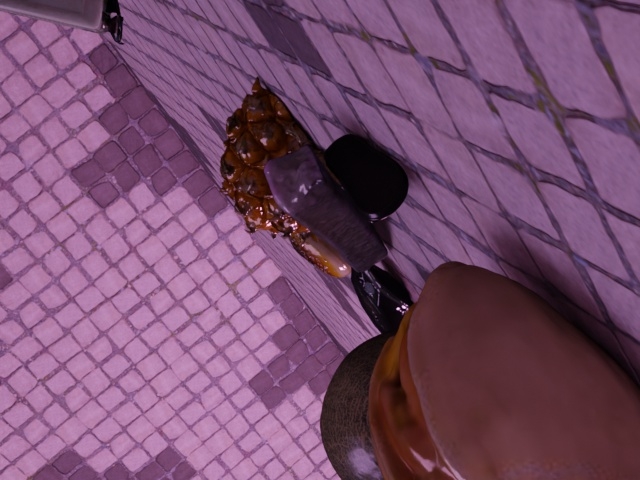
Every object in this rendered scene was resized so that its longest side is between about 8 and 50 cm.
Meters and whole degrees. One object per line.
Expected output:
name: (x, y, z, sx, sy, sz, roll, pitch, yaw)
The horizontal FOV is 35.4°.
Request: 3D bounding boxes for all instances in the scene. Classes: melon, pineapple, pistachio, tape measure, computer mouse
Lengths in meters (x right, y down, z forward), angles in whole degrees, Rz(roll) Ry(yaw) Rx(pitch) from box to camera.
melon: (0.125, 0.237, 1.347, 0.248, 0.249, 0.329, 51, -178, 4)
pineapple: (-0.045, -0.064, 1.349, 0.164, 0.140, 0.249, 43, 167, 43)
pistachio: (0.171, 0.166, 0.854, 0.309, 0.230, 0.230, 52, 175, 29)
tape measure: (-0.401, -0.432, 1.559, 0.235, 0.207, 0.115, 13, -177, -3)
computer mouse: (0.101, 0.088, 1.501, 0.106, 0.062, 0.192, 46, 166, 43)

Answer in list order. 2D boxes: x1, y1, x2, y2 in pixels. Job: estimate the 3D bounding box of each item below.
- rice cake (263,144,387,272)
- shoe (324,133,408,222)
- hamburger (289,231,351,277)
rice cake: (0.015, -0.029, 1.208, 0.070, 0.064, 0.399, 60, -174, 18)
shoe: (0.053, -0.058, 1.034, 0.053, 0.062, 0.159, 54, 180, -38)
hamburger: (0.000, 0.000, 1.598, 0.141, 0.081, 0.126, 52, 174, -17)
